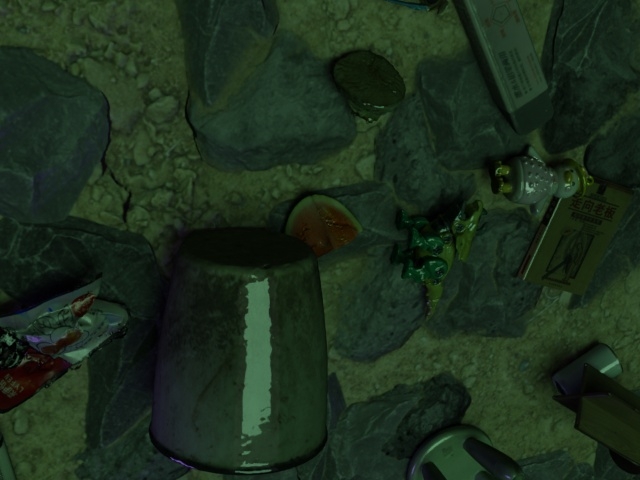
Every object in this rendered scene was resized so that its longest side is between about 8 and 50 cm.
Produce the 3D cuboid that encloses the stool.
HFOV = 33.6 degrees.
[{"bbox_3d":[0.297,0.489,2.070,0.195,0.198,0.195,-29,121,-11],"label":"stool"}]

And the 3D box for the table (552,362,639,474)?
[{"bbox_3d":[0.576,0.344,2.082,0.226,0.167,0.167,32,98,-32],"label":"table"}]

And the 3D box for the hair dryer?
[{"bbox_3d":[0.567,0.325,2.199,0.131,0.073,0.236,-32,131,-5],"label":"hair dryer"}]

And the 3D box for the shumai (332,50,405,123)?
[{"bbox_3d":[0.073,-0.240,1.706,0.099,0.124,0.087,-39,165,-25],"label":"shumai"}]

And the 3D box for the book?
[{"bbox_3d":[0.487,-0.013,2.017,0.161,0.026,0.231,14,107,-28],"label":"book"}]

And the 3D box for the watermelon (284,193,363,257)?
[{"bbox_3d":[0.000,0.000,1.772,0.125,0.094,0.135,31,102,-38],"label":"watermelon"}]

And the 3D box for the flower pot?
[{"bbox_3d":[-0.120,0.164,1.695,0.293,0.293,0.330,-1,107,-23],"label":"flower pot"}]

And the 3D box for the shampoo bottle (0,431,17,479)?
[{"bbox_3d":[-0.540,0.451,1.759,0.153,0.071,0.284,-32,131,-18],"label":"shampoo bottle"}]

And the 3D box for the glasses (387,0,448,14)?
[{"bbox_3d":[0.109,-0.464,1.637,0.220,0.088,0.190,11,111,-6],"label":"glasses"}]

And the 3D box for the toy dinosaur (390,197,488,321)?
[{"bbox_3d":[0.196,0.036,1.883,0.153,0.094,0.259,6,119,-22],"label":"toy dinosaur"}]

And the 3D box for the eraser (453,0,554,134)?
[{"bbox_3d":[0.299,-0.335,1.764,0.089,0.061,0.352,-33,122,-7],"label":"eraser"}]

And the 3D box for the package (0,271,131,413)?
[{"bbox_3d":[-0.436,0.155,1.671,0.269,0.071,0.194,-31,131,-5],"label":"package"}]

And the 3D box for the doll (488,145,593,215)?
[{"bbox_3d":[0.396,-0.108,1.894,0.207,0.081,0.129,0,76,-18],"label":"doll"}]
